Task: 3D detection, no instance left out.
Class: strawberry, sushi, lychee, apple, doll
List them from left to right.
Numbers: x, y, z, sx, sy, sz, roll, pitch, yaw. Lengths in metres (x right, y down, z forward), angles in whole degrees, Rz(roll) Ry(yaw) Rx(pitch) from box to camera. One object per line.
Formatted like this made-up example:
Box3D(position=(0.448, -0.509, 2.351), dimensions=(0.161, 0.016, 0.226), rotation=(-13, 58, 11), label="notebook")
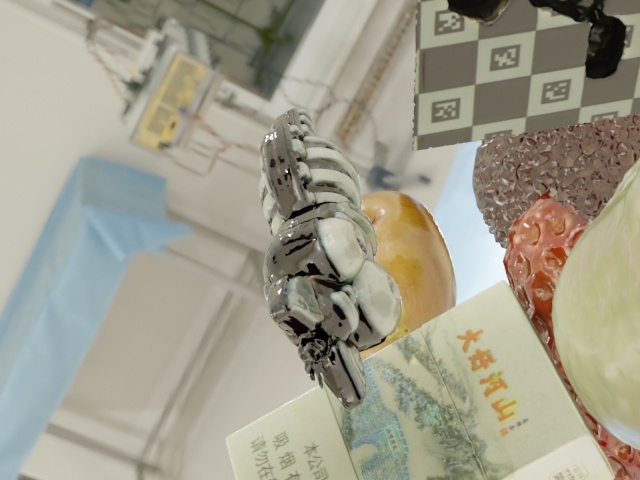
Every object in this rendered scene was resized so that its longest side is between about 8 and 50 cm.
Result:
Box3D(position=(0.000, 0.000, 0.722), dimensions=(0.067, 0.091, 0.219), rotation=(-23, 36, 14), label="doll")
Box3D(position=(0.059, 0.041, 1.348), dimensions=(0.199, 0.199, 0.199), rotation=(-52, 23, 33), label="apple")
Box3D(position=(0.256, -0.265, 1.343), dimensions=(0.359, 0.343, 0.064), rotation=(86, 171, -48), label="sushi")
Box3D(position=(0.370, -0.102, 1.880), dimensions=(0.306, 0.306, 0.330), rotation=(-86, 17, -45), label="lychee")
Box3D(position=(0.256, 0.112, 1.061), dimensions=(0.150, 0.280, 0.253), rotation=(-45, 45, 11), label="strawberry")

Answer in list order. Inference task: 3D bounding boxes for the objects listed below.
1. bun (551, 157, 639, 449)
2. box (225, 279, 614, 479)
Box3D(position=(0.276, -0.007, 0.583), dimensions=(0.361, 0.361, 0.213), rotation=(162, 103, -65), label="bun")
Box3D(position=(0.066, 0.162, 0.958), dimensions=(0.256, 0.069, 0.164), rotation=(-30, 42, 8), label="box")
